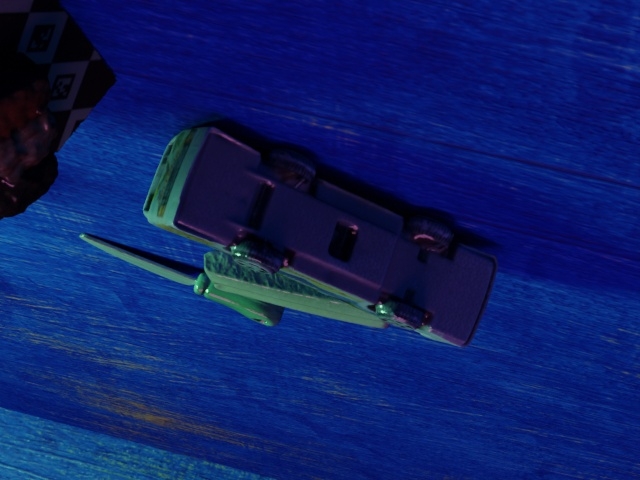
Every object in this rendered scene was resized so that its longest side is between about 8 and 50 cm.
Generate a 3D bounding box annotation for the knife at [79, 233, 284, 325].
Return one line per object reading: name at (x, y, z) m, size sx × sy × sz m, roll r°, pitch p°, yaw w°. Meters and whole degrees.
knife at (-0.167, 0.043, 1.825) m, size 0.260 × 0.034 × 0.063 m, roll 22°, pitch 170°, yaw 1°

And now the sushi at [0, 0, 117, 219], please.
sushi at (-0.249, -0.075, 1.168) m, size 0.047 × 0.231 × 0.219 m, roll 34°, pitch 170°, yaw 22°

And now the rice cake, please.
rice cake at (-0.022, 0.056, 1.708) m, size 0.222 × 0.042 × 0.080 m, roll 12°, pitch 161°, yaw 9°

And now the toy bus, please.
toy bus at (0.000, 0.000, 1.412) m, size 0.330 × 0.109 × 0.136 m, roll 24°, pitch 171°, yaw -25°
